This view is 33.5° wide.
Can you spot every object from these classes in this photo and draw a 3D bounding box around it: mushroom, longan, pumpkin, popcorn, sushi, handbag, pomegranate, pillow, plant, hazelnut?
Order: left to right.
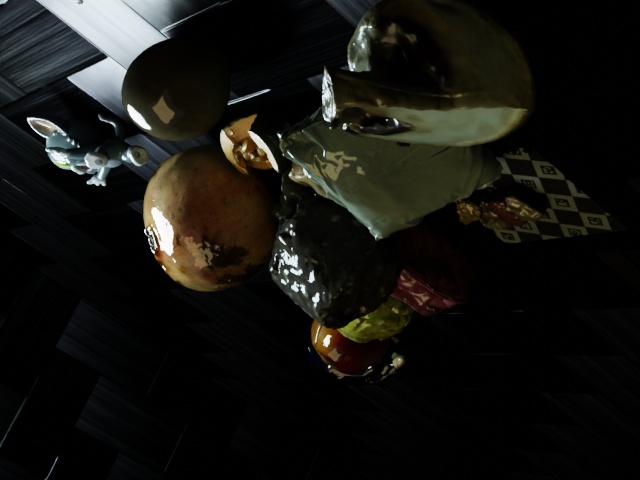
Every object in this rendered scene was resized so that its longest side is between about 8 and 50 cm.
[{"bbox_3d":[-0.252,-0.265,1.878,0.198,0.198,0.212,37,153,-27],"label":"longan"},{"bbox_3d":[-0.225,-0.046,2.198,0.322,0.322,0.322,21,157,9],"label":"pomegranate"},{"bbox_3d":[-0.102,-0.187,1.996,0.183,0.107,0.119,11,139,54],"label":"pumpkin"},{"bbox_3d":[0.000,0.000,2.047,0.312,0.213,0.215,51,148,20],"label":"plant"},{"bbox_3d":[0.082,0.226,2.657,0.208,0.208,0.208,21,157,9],"label":"hazelnut"},{"bbox_3d":[0.115,0.137,2.406,0.204,0.183,0.221,2,169,-34],"label":"popcorn"},{"bbox_3d":[0.129,-0.142,1.755,0.283,0.138,0.310,-30,129,21],"label":"pillow"},{"bbox_3d":[0.140,-0.236,1.543,0.292,0.212,0.217,-9,175,-3],"label":"mushroom"},{"bbox_3d":[0.202,0.048,2.162,0.225,0.146,0.135,33,150,-19],"label":"handbag"},{"bbox_3d":[0.352,-0.053,1.912,0.264,0.050,0.290,36,154,-26],"label":"sushi"}]

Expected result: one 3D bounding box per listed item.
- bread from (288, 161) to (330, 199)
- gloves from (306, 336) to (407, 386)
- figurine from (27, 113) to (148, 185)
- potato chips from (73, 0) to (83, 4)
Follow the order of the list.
[{"bbox_3d":[0.065,-0.122,1.941,0.232,0.128,0.088,24,-174,-2],"label":"bread"},{"bbox_3d":[0.111,0.318,2.878,0.301,0.152,0.197,-19,161,41],"label":"gloves"},{"bbox_3d":[-0.508,-0.209,2.327,0.265,0.140,0.193,-8,166,33],"label":"figurine"},{"bbox_3d":[-0.485,-0.490,1.782,0.228,0.059,0.167,27,167,-5],"label":"potato chips"}]
